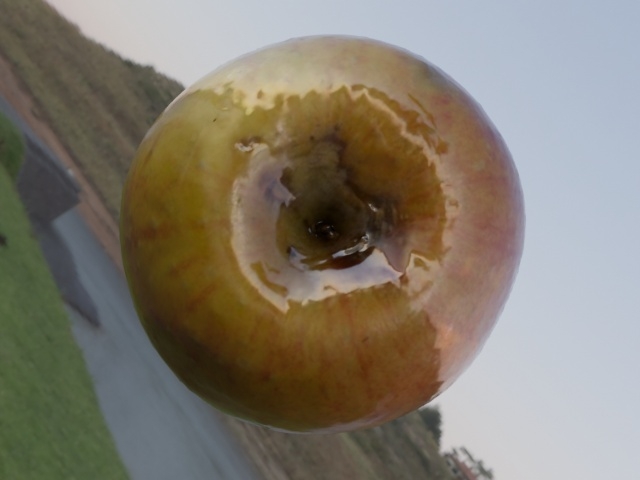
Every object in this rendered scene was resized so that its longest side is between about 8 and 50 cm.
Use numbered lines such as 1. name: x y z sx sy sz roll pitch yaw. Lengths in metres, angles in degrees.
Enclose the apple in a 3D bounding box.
1. apple: 0.000 0.000 0.733 0.299 0.299 0.275 54 1 11
